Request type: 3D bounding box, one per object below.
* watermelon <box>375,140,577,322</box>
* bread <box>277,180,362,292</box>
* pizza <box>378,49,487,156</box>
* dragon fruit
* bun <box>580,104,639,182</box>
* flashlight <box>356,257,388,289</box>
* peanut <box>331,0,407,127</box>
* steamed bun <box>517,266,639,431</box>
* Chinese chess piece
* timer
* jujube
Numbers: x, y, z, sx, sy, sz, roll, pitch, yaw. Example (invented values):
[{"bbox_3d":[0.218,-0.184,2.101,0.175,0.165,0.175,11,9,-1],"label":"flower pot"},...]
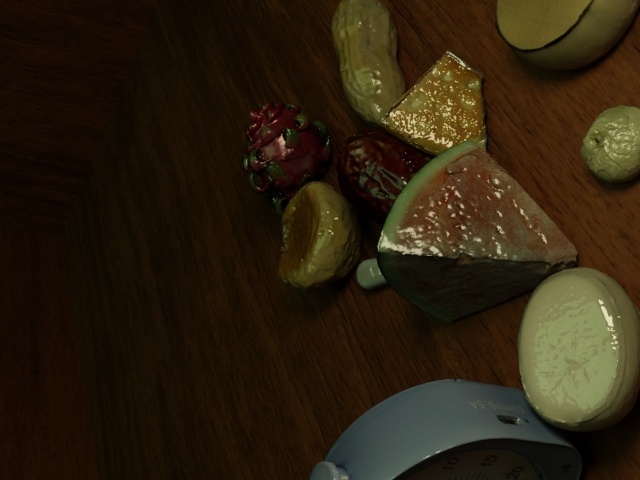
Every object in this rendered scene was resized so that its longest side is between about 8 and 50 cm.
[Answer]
[{"bbox_3d":[0.267,0.005,1.421,0.283,0.292,0.250,-58,-11,-10],"label":"watermelon"},{"bbox_3d":[0.000,0.000,1.813,0.244,0.134,0.244,-30,55,53],"label":"bread"},{"bbox_3d":[0.239,-0.224,1.544,0.188,0.204,0.080,-52,-11,-10],"label":"pizza"},{"bbox_3d":[-0.085,-0.177,1.926,0.198,0.218,0.273,19,105,22],"label":"dragon fruit"},{"bbox_3d":[0.433,-0.143,1.235,0.115,0.069,0.115,-20,65,52],"label":"bun"},{"bbox_3d":[0.137,0.055,1.659,0.200,0.047,0.093,-17,67,54],"label":"flashlight"},{"bbox_3d":[0.104,-0.371,1.749,0.149,0.149,0.313,-41,50,45],"label":"peanut"},{"bbox_3d":[0.373,0.154,1.182,0.177,0.130,0.228,-18,64,43],"label":"steamed bun"},{"bbox_3d":[0.393,-0.398,1.344,0.250,0.103,0.250,-25,59,52],"label":"Chinese chess piece"},{"bbox_3d":[0.160,0.382,1.220,0.395,0.395,0.173,-62,32,25],"label":"timer"},{"bbox_3d":[0.132,-0.111,1.596,0.243,0.183,0.183,52,124,42],"label":"jujube"}]
